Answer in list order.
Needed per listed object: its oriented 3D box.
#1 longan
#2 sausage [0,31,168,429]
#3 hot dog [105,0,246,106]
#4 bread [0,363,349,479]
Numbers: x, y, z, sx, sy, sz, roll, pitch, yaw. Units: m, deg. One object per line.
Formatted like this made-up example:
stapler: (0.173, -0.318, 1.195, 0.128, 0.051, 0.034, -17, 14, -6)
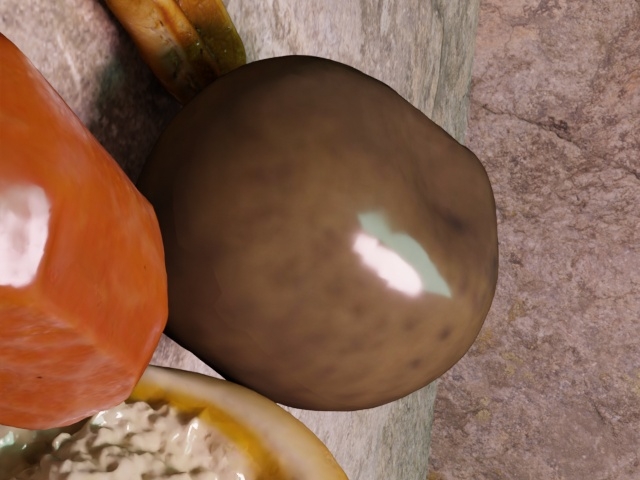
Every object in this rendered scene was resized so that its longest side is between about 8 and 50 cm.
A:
longan: (0.000, 0.000, 0.686, 0.350, 0.289, 0.288, 38, 61, -46)
sausage: (-0.168, 0.002, 0.413, 0.268, 0.153, 0.141, 63, 11, -61)
hot dog: (-0.114, -0.172, 0.638, 0.235, 0.062, 0.092, 64, 40, -66)
bread: (-0.155, 0.278, 0.526, 0.245, 0.329, 0.424, -48, -175, 45)
